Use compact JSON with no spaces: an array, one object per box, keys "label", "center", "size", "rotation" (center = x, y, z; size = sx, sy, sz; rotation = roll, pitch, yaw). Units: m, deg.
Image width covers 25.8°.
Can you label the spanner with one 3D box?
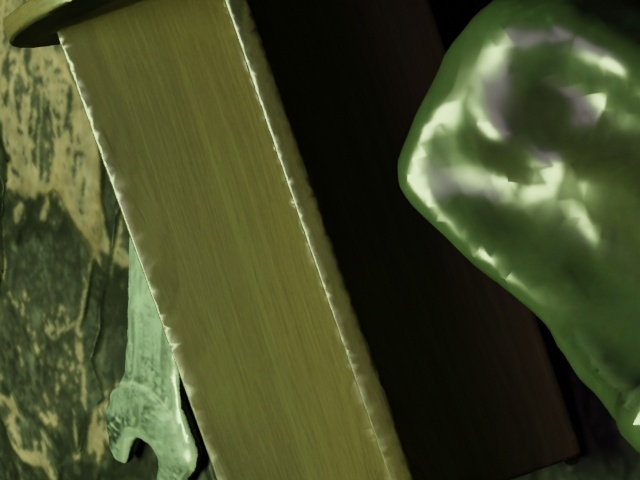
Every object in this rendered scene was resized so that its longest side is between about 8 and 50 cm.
[{"label":"spanner","center":[-0.079,-0.019,0.680],"size":[0.071,0.017,0.302],"rotation":[17,109,41]}]

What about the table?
[{"label":"table","center":[0.000,0.000,0.522],"size":[0.167,0.167,0.226],"rotation":[-15,96,45]}]

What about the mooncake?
[{"label":"mooncake","center":[0.105,-0.006,0.396],"size":[0.175,0.168,0.104],"rotation":[30,117,20]}]
